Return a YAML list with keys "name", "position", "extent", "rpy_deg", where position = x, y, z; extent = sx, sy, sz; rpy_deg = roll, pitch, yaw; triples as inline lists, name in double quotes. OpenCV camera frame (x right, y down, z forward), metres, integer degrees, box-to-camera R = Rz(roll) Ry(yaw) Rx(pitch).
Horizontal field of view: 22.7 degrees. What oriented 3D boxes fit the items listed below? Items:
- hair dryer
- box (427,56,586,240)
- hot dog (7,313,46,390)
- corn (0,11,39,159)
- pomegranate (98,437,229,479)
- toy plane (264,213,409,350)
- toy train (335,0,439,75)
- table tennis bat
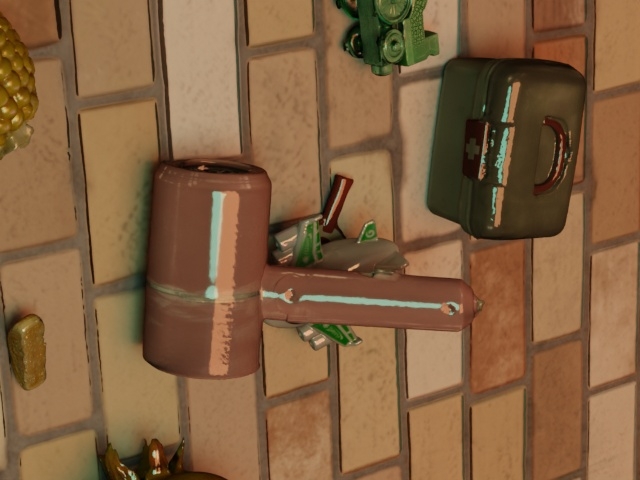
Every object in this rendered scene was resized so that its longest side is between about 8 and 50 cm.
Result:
- name: "hair dryer"
  position: [-0.003, 0.033, 1.646]
  extent: [0.352, 0.125, 0.210]
  rpy_deg: [4, 101, -4]
- name: "box"
  position: [0.214, -0.109, 1.831]
  extent: [0.148, 0.129, 0.210]
  rpy_deg: [-1, 103, -35]
- name: "hot dog"
  position: [-0.295, 0.108, 1.593]
  extent: [0.030, 0.034, 0.090]
  rpy_deg: [-30, 139, -37]
- name: "corn"
  position: [-0.382, -0.222, 1.372]
  extent: [0.144, 0.144, 0.387]
  rpy_deg: [-45, 121, -17]
- name: "pomegranate"
  position: [-0.159, 0.326, 1.651]
  extent: [0.221, 0.221, 0.257]
  rpy_deg: [-17, 81, -31]
- name: "toy plane"
  position: [0.009, 0.045, 1.745]
  extent: [0.174, 0.080, 0.174]
  rpy_deg: [-10, 117, -20]
- name: "toy train"
  position: [0.075, -0.270, 1.725]
  extent: [0.104, 0.071, 0.178]
  rpy_deg: [-24, 118, -37]
- name: "table tennis bat"
  position: [0.000, 0.000, 1.784]
  extent: [0.098, 0.019, 0.155]
  rpy_deg: [18, 96, -37]
